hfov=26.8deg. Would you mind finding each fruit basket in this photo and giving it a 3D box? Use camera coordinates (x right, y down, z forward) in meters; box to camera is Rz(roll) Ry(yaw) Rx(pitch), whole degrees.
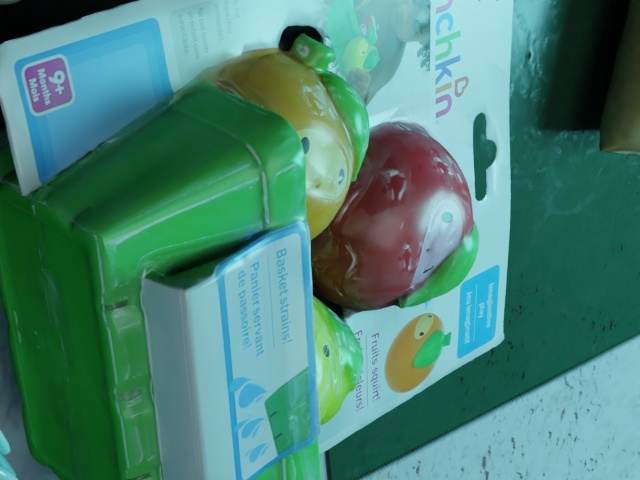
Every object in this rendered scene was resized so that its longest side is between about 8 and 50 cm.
[{"bbox_3d":[0.000,0.000,0.754,0.353,0.165,0.327,-22,125,-31],"label":"fruit basket"}]

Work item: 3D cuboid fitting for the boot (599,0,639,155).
[{"bbox_3d":[0.225,-0.180,0.878,0.236,0.089,0.270,-10,120,-33],"label":"boot"}]

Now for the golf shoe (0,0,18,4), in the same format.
[{"bbox_3d":[-0.103,-0.179,0.631,0.176,0.086,0.069,-52,135,-1],"label":"golf shoe"}]

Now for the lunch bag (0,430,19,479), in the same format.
[{"bbox_3d":[-0.279,0.098,0.551,0.262,0.223,0.160,-22,131,-29],"label":"lunch bag"}]
